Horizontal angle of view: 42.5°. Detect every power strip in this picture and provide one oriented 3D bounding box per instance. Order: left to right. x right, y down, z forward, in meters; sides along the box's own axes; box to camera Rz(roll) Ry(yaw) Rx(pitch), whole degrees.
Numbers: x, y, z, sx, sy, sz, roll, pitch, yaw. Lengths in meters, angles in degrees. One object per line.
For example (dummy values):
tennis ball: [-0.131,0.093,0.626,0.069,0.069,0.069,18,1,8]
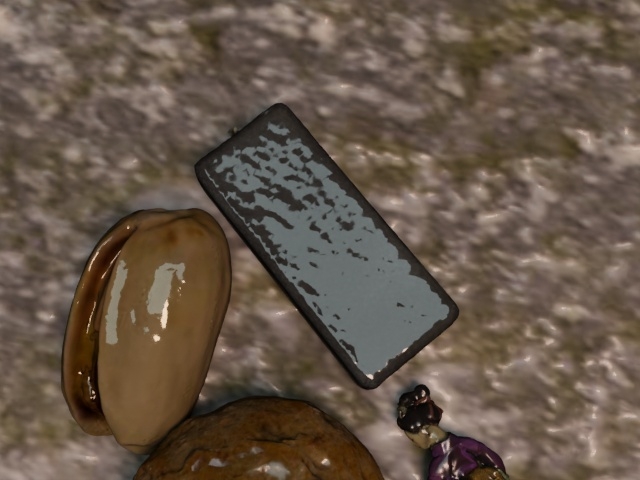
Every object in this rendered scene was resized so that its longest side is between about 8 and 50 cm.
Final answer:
power strip: [0.000,0.000,0.716,0.105,0.070,0.256,-37,81,-9]

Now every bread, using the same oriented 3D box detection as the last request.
bread: [-0.047,0.237,0.626,0.230,0.123,0.230,1,83,-10]

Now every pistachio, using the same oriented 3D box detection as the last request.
pistachio: [-0.140,0.070,0.683,0.130,0.131,0.206,13,89,47]

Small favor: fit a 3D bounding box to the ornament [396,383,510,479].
ornament: [0.122,0.215,0.670,0.081,0.088,0.203,-48,67,15]
